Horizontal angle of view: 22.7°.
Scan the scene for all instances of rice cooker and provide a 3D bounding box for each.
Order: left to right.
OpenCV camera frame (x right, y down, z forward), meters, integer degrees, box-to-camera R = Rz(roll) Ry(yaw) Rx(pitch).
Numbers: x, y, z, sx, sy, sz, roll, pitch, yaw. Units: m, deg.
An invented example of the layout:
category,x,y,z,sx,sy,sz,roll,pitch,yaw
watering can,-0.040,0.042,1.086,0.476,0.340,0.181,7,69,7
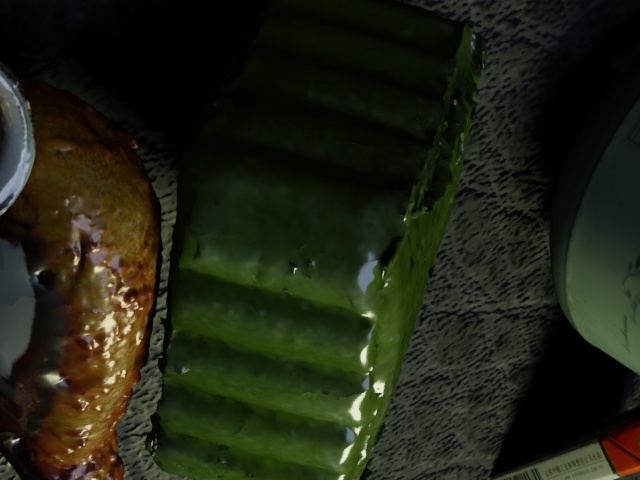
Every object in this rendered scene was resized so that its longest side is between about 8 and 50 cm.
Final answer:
category,x,y,z,sx,sy,sz,roll,pitch,yaw
rice cooker,0.303,0.011,0.946,0.317,0.316,0.264,-30,137,-15

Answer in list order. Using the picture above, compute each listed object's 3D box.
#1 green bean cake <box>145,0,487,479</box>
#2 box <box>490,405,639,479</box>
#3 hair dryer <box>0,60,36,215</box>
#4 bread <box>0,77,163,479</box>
category,x,y,z,sx,sy,sz,roll,pitch,yaw
green bean cake,0.000,0.000,0.747,0.214,0.113,0.200,-69,171,-46
box,0.234,0.141,1.156,0.139,0.035,0.245,-21,171,-24
hair dryer,-0.170,-0.127,0.556,0.073,0.131,0.236,-19,120,-23
bread,-0.127,0.031,0.721,0.095,0.139,0.269,-36,152,-27
